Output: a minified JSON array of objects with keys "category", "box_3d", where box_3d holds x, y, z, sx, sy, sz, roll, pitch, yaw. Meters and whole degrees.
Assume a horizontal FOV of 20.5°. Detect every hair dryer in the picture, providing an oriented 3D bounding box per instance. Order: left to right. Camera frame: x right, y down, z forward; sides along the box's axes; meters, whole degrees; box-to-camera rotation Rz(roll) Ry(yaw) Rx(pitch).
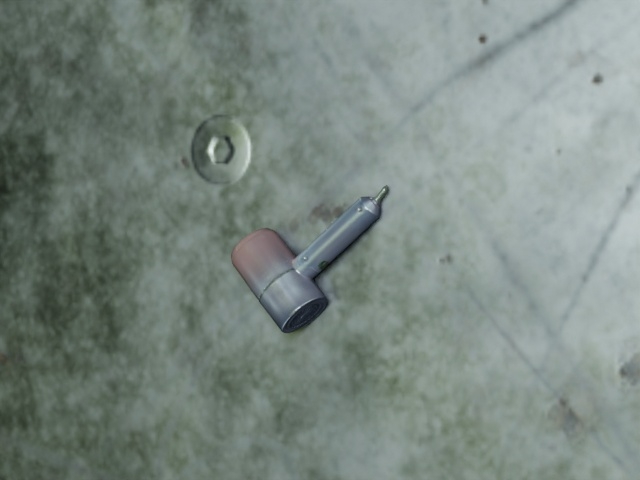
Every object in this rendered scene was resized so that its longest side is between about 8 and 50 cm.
[{"category":"hair dryer","box_3d":[0.000,0.000,1.134,0.114,0.037,0.063,-42,70,16]}]
